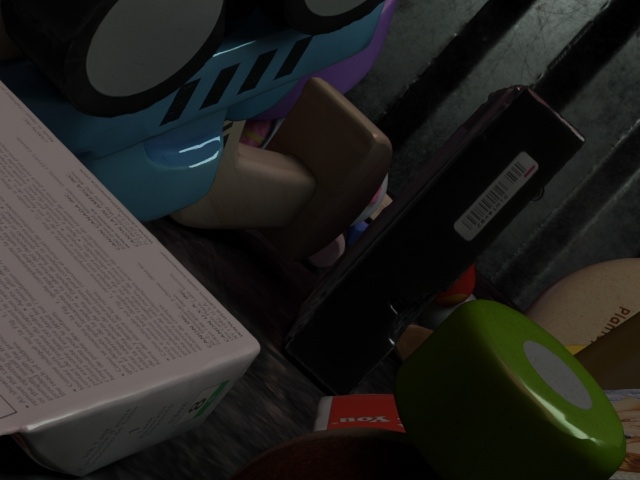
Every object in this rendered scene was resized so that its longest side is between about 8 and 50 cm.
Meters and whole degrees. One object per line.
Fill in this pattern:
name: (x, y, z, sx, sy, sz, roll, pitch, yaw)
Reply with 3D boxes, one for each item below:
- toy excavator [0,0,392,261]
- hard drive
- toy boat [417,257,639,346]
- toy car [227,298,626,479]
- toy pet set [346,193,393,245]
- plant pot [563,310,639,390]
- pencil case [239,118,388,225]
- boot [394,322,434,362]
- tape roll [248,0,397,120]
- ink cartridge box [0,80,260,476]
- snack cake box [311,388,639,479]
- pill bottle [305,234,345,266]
toy excavator: (-0.089, -0.111, 0.911, 0.433, 0.445, 0.222, -26, 63, -38)
hard drive: (0.082, -0.013, 1.076, 0.064, 0.237, 0.339, 43, 8, 0)
toy boat: (0.228, 0.100, 1.417, 0.318, 0.267, 0.148, 29, -37, 31)
toy car: (0.016, 0.126, 0.281, 0.149, 0.155, 0.188, 42, 19, 0)
toy pet set: (0.057, 0.001, 1.689, 0.122, 0.065, 0.114, 47, -27, 12)
plant pot: (0.231, 0.122, 0.766, 0.254, 0.239, 0.254, 29, 28, -18)
pencil case: (-0.034, -0.089, 1.355, 0.273, 0.124, 0.113, 28, 47, -65)
boot: (0.087, 0.094, 1.291, 0.118, 0.042, 0.087, 39, 1, -34)
tape roll: (-0.068, -0.238, 1.228, 0.275, 0.275, 0.090, 44, -29, 18)
ink cartridge box: (-0.147, 0.012, 0.501, 0.181, 0.056, 0.225, 44, 26, 16)
snack cake box: (0.126, 0.112, 0.524, 0.264, 0.089, 0.152, -1, 8, 3)
pill bottle: (0.000, 0.000, 1.336, 0.043, 0.043, 0.083, 41, 7, -11)
